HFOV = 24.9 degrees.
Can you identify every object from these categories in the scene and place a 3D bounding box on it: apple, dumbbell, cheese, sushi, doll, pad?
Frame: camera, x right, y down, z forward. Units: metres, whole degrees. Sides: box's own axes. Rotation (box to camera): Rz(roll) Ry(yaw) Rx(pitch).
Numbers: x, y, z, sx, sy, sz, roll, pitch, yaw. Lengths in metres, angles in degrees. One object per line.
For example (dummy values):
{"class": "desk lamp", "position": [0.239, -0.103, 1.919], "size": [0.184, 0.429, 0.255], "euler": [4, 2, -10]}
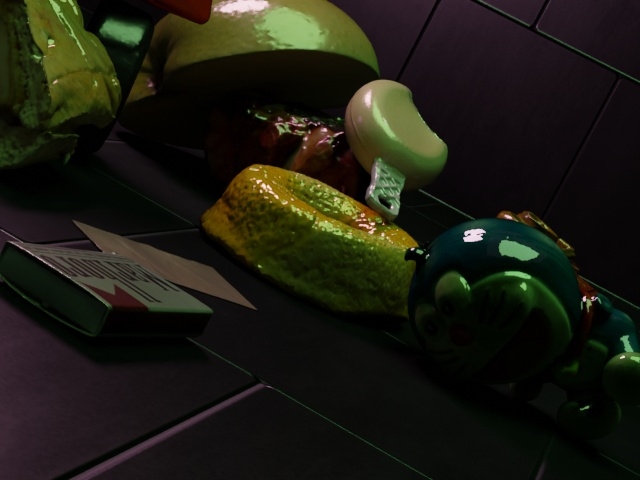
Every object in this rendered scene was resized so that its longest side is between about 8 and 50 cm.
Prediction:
{"class": "apple", "position": [-0.115, -0.246, 2.231], "size": [0.360, 0.320, 0.311], "euler": [6, 22, -36]}
{"class": "dumbbell", "position": [-0.393, -0.262, 1.834], "size": [0.322, 0.204, 0.204], "euler": [25, 9, -15]}
{"class": "cheese", "position": [0.083, -0.126, 1.952], "size": [0.163, 0.071, 0.249], "euler": [48, 33, 1]}
{"class": "sushi", "position": [-0.027, -0.091, 2.105], "size": [0.182, 0.196, 0.343], "euler": [-6, 24, -41]}
{"class": "doll", "position": [0.234, 0.093, 1.699], "size": [0.322, 0.198, 0.186], "euler": [33, 36, -16]}
{"class": "pad", "position": [-0.161, 0.024, 1.512], "size": [0.187, 0.006, 0.113], "euler": [21, 10, -38]}

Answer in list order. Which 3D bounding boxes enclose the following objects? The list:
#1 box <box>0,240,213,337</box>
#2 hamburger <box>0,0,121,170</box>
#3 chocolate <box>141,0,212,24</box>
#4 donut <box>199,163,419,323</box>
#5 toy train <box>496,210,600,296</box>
{"class": "box", "position": [-0.180, 0.045, 1.226], "size": [0.115, 0.036, 0.177], "euler": [31, 9, 23]}
{"class": "hamburger", "position": [-0.339, -0.194, 1.647], "size": [0.330, 0.162, 0.209], "euler": [61, 14, 27]}
{"class": "chocolate", "position": [-0.341, -0.439, 1.865], "size": [0.360, 0.161, 0.341], "euler": [25, 3, 36]}
{"class": "donut", "position": [0.000, 0.000, 1.819], "size": [0.303, 0.110, 0.303], "euler": [27, 9, -5]}
{"class": "toy train", "position": [0.325, 0.083, 2.185], "size": [0.231, 0.163, 0.369], "euler": [43, 11, 12]}
